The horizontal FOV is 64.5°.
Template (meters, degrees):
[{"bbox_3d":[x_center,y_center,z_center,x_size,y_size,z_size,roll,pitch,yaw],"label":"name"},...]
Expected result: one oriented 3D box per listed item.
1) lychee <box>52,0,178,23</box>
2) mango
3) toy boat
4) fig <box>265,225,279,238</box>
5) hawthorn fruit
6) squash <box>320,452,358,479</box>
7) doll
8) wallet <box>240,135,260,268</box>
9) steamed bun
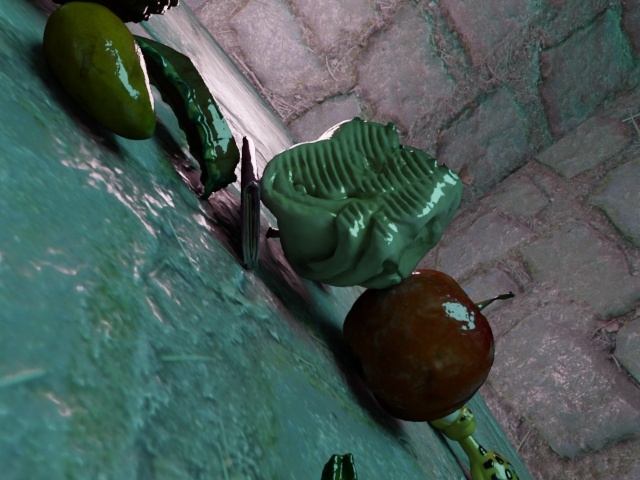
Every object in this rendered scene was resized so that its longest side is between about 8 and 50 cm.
[{"bbox_3d":[-0.280,-0.405,0.634,0.267,0.267,0.267,52,9,-12],"label":"lychee"},{"bbox_3d":[-0.231,-0.180,0.532,0.165,0.089,0.115,63,3,31],"label":"mango"},{"bbox_3d":[-0.204,-0.198,0.703,0.293,0.099,0.108,54,-18,2],"label":"toy boat"},{"bbox_3d":[0.000,0.000,0.926,0.245,0.149,0.149,18,35,-56],"label":"fig"},{"bbox_3d":[0.178,0.143,0.792,0.242,0.271,0.242,57,9,-15],"label":"hawthorn fruit"},{"bbox_3d":[0.036,0.253,0.303,0.066,0.066,0.252,45,11,-42],"label":"squash"},{"bbox_3d":[0.299,0.404,1.020,0.117,0.086,0.291,-13,62,-48],"label":"doll"},{"bbox_3d":[-0.103,-0.066,0.730,0.232,0.025,0.119,-109,-160,-63],"label":"wallet"},{"bbox_3d":[0.054,-0.033,0.787,0.268,0.280,0.207,31,-35,29],"label":"steamed bun"}]
